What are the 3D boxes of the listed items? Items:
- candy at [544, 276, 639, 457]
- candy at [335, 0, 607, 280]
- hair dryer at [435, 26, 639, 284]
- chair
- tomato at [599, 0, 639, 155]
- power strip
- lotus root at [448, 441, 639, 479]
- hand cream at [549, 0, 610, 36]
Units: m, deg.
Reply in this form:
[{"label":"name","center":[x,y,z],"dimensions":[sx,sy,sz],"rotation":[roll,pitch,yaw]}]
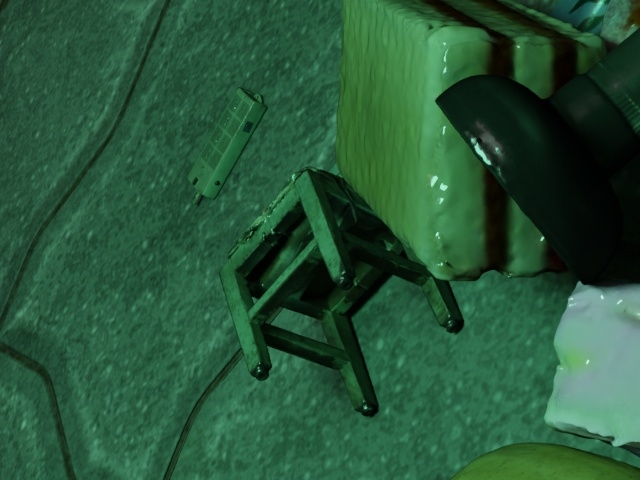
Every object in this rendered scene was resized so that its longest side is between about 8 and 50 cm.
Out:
[{"label":"candy","center":[0.277,0.100,1.079],"dimensions":[0.265,0.155,0.116],"rotation":[5,71,55]},{"label":"candy","center":[0.103,-0.099,1.362],"dimensions":[0.321,0.135,0.179],"rotation":[-130,41,-67]},{"label":"hair dryer","center":[0.183,-0.177,1.156],"dimensions":[0.320,0.156,0.284],"rotation":[-47,61,1]},{"label":"chair","center":[0.000,0.000,1.536],"dimensions":[0.136,0.147,0.270],"rotation":[-47,39,28]},{"label":"tomato","center":[0.307,-0.125,1.215],"dimensions":[0.199,0.112,0.228],"rotation":[-36,45,27]},{"label":"power strip","center":[-0.102,-0.097,1.849],"dimensions":[0.136,0.019,0.051],"rotation":[-59,36,11]},{"label":"lotus root","center":[0.185,0.222,1.110],"dimensions":[0.310,0.182,0.183],"rotation":[2,72,54]},{"label":"hand cream","center":[0.248,-0.224,1.411],"dimensions":[0.271,0.058,0.091],"rotation":[-53,29,25]}]
